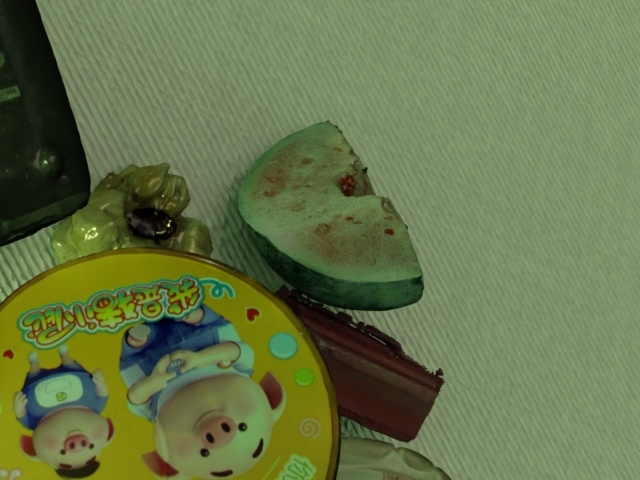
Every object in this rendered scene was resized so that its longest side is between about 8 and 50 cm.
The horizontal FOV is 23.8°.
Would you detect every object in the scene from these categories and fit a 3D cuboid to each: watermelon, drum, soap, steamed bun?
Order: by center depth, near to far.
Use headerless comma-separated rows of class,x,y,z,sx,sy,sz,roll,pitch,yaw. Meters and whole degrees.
drum,-0.197,0.233,1.635,0.431,0.214,0.431,3,64,-7
steamed bun,-0.217,0.005,1.856,0.177,0.106,0.192,-38,99,-35
soap,0.047,0.165,1.938,0.250,0.162,0.099,26,98,-23
watermelon,0.002,0.005,1.971,0.188,0.322,0.175,-17,125,-7

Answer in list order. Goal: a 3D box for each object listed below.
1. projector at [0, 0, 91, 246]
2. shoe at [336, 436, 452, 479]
projector,-0.491,-0.149,1.604,0.395,0.242,0.405,-25,100,-39
shoe,-0.006,0.349,1.836,0.351,0.172,0.198,13,61,-12
